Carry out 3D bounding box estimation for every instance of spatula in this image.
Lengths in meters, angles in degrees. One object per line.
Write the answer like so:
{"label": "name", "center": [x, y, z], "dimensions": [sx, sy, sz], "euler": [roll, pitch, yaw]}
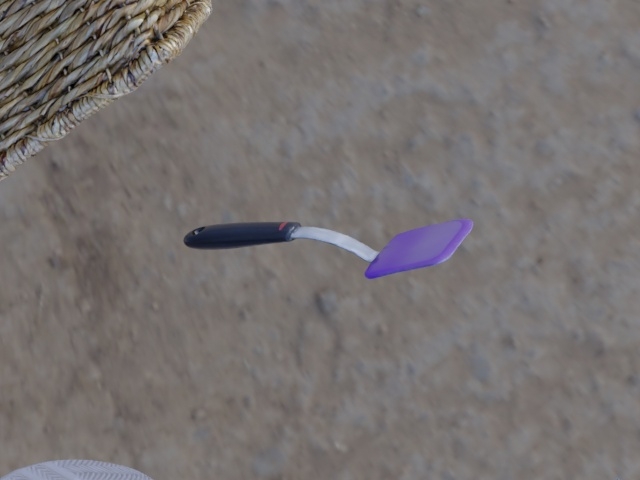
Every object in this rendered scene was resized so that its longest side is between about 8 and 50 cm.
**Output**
{"label": "spatula", "center": [0.000, 0.000, 1.624], "dimensions": [0.296, 0.084, 0.030], "euler": [4, 123, 31]}

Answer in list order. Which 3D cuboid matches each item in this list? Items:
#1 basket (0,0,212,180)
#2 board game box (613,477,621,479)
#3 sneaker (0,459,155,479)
{"label": "basket", "center": [-0.240, -0.163, 1.682], "dimensions": [0.299, 0.213, 0.223], "euler": [-34, 71, 19]}
{"label": "board game box", "center": [0.156, 0.325, 1.261], "dimensions": [0.308, 0.086, 0.302], "euler": [-31, 137, 17]}
{"label": "sneaker", "center": [-0.228, 0.282, 1.302], "dimensions": [0.124, 0.321, 0.180], "euler": [31, 119, 22]}
